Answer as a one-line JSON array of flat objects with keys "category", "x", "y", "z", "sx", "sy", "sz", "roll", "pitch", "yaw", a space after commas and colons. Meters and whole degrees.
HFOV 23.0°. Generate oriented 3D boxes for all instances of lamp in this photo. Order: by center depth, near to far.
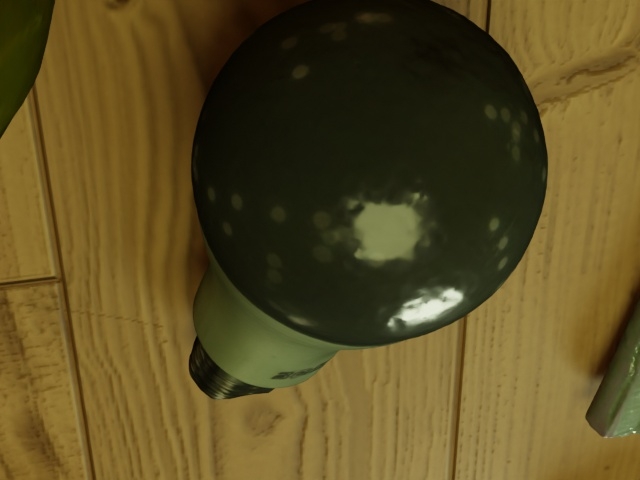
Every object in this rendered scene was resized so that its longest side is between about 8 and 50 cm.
[{"category": "lamp", "x": 0.019, "y": -0.004, "z": 0.864, "sx": 0.182, "sy": 0.182, "sz": 0.314, "roll": -5, "pitch": 152, "yaw": -9}]

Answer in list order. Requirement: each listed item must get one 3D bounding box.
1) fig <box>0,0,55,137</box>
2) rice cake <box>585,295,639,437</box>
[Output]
[{"category": "fig", "x": -0.254, "y": -0.098, "z": 0.597, "sx": 0.316, "sy": 0.316, "sz": 0.316, "roll": -7, "pitch": 131, "yaw": -8}, {"category": "rice cake", "x": 0.285, "y": 0.051, "z": 1.037, "sx": 0.189, "sy": 0.037, "sz": 0.198, "roll": -1, "pitch": 130, "yaw": -13}]
